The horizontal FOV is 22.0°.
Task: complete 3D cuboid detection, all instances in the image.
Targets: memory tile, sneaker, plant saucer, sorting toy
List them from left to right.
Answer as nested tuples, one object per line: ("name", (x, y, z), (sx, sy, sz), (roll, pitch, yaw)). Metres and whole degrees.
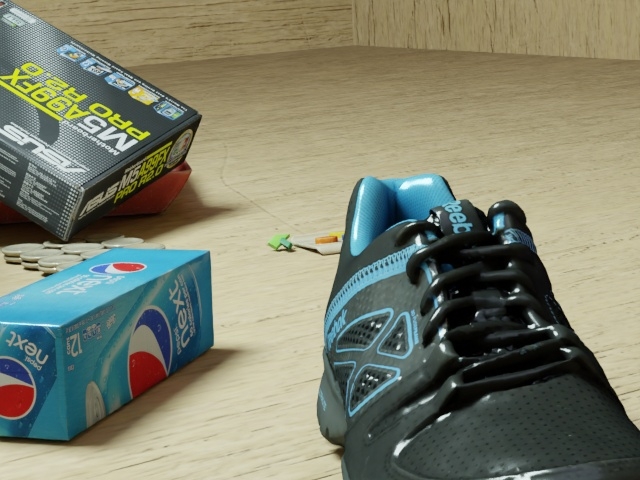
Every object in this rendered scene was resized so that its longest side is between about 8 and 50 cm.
("plant saucer", (-0.267, -0.058, 1.666), (0.258, 0.047, 0.259), (-4, 10, -9))
("memory tile", (-0.189, 0.013, 1.364), (0.113, 0.012, 0.148), (-9, 12, -32))
("sorting toy", (0.000, 0.000, 1.386), (0.083, 0.012, 0.062), (-7, 12, -24))
("sneaker", (0.060, 0.056, 0.742), (0.125, 0.139, 0.341), (-3, 12, -14))

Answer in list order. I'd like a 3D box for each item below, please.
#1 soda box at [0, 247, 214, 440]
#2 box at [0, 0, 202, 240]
("soda box", (-0.135, 0.056, 0.978), (0.071, 0.067, 0.210), (2, 12, 19))
("box", (-0.274, -0.125, 1.497), (0.270, 0.060, 0.216), (31, 31, 12))
